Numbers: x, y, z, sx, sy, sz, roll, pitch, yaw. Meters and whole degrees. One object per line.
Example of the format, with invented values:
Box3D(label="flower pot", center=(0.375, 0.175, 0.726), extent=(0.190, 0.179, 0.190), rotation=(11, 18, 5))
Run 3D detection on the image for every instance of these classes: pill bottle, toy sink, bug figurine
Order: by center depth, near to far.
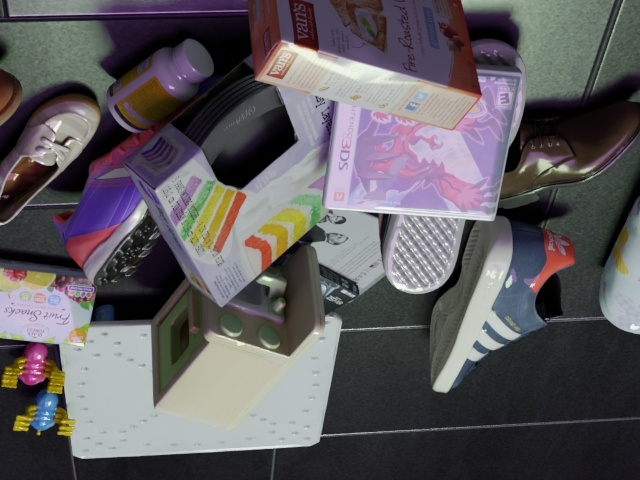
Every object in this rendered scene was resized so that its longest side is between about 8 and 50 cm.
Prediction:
Box3D(label="pill bottle", center=(-0.174, -0.171, 1.554), extent=(0.116, 0.065, 0.065), rotation=(-30, 139, 31))
Box3D(label="toy sink", center=(-0.115, 0.109, 1.826), extent=(0.131, 0.152, 0.234), rotation=(20, 131, -27))
Box3D(label="bug figurine", center=(-0.480, 0.205, 2.033), extent=(0.279, 0.072, 0.216), rotation=(11, 138, -19))

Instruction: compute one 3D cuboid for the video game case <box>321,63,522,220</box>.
Box3D(label="video game case", center=(0.111, -0.113, 1.583), extent=(0.201, 0.023, 0.183), rotation=(4, 116, -8))

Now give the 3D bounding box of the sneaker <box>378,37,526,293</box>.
Box3D(label="sneaker", center=(0.140, -0.104, 1.673), extent=(0.126, 0.127, 0.321), rotation=(15, 115, -13))

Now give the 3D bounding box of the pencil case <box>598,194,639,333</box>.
Box3D(label="pencil case", center=(0.458, 0.015, 1.889), extent=(0.124, 0.113, 0.273), rotation=(6, 144, -1))

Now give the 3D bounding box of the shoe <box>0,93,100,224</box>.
Box3D(label="shoe", center=(-0.325, -0.092, 1.647), extent=(0.077, 0.058, 0.219), rotation=(21, 136, -35))

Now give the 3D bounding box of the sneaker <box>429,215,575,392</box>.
Box3D(label="sneaker", center=(0.250, 0.105, 1.967), extent=(0.148, 0.131, 0.350), rotation=(6, 143, -11))

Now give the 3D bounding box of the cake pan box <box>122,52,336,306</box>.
Box3D(label="cake pan box", center=(-0.077, -0.082, 1.592), extent=(0.246, 0.070, 0.267), rotation=(-42, 147, -15))

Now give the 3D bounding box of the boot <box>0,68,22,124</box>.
Box3D(label="boot", center=(-0.468, -0.194, 1.457), extent=(0.284, 0.109, 0.220), rotation=(-2, 142, 5))

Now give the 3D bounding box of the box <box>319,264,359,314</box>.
Box3D(label="box", center=(0.001, 0.067, 1.916), extent=(0.067, 0.018, 0.083), rotation=(-30, 139, 31))

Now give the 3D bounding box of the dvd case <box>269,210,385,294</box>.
Box3D(label="dvd case", center=(0.000, 0.000, 1.863), extent=(0.239, 0.029, 0.179), rotation=(20, 137, -34))

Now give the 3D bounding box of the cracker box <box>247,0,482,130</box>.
Box3D(label="cracker box", center=(0.042, -0.213, 1.452), extent=(0.232, 0.155, 0.067), rotation=(11, 141, -25))

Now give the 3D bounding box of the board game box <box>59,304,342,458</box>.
Box3D(label="board game box", center=(-0.181, 0.206, 2.109), extent=(0.390, 0.050, 0.390), rotation=(-2, 145, -8))

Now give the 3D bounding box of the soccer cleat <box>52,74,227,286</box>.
Box3D(label="soccer cleat", center=(-0.205, -0.087, 1.646), extent=(0.318, 0.116, 0.109), rotation=(-51, 164, 28))

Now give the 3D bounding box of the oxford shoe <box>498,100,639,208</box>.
Box3D(label="oxford shoe", center=(0.283, -0.113, 1.706), extent=(0.227, 0.082, 0.096), rotation=(-26, 137, 24))

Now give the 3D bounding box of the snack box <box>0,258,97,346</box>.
Box3D(label="snack box", center=(-0.372, 0.082, 1.866), extent=(0.141, 0.037, 0.100), rotation=(8, 108, -20))
